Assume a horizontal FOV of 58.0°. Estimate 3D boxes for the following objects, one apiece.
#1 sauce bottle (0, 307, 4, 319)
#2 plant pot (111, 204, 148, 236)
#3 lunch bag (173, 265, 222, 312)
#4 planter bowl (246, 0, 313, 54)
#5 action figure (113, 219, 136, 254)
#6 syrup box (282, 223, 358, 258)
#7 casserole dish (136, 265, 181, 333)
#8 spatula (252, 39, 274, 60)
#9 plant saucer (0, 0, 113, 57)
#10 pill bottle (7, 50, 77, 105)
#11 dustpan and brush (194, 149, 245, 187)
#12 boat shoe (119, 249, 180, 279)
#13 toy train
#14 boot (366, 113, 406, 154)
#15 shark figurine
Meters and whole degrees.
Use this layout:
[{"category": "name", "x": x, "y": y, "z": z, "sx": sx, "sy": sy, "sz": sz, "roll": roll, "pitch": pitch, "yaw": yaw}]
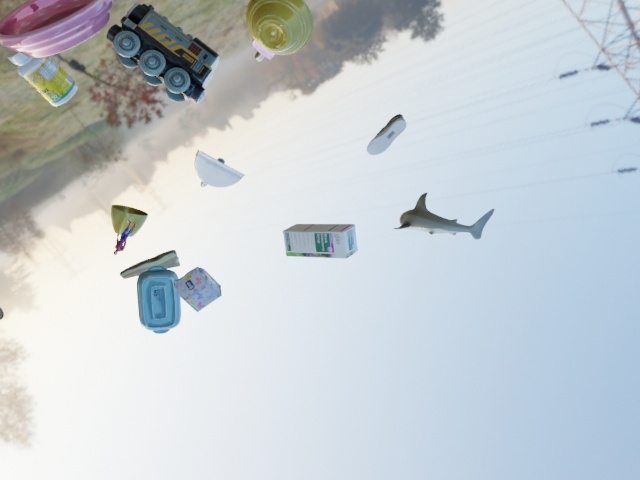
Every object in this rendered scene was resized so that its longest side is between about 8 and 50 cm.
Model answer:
[{"category": "sauce bottle", "x": -0.840, "y": 0.199, "z": 1.411, "sx": 0.128, "sy": 0.042, "sz": 0.042, "roll": -23, "pitch": -161, "yaw": 6}, {"category": "plant pot", "x": -0.715, "y": -0.068, "z": 2.139, "sx": 0.134, "sy": 0.134, "sz": 0.095, "roll": -135, "pitch": -119, "yaw": -73}, {"category": "lunch bag", "x": -0.265, "y": 0.103, "z": 1.245, "sx": 0.071, "sy": 0.083, "sz": 0.053, "roll": -34, "pitch": -151, "yaw": 8}, {"category": "planter bowl", "x": -0.135, "y": -0.648, "z": 1.765, "sx": 0.217, "sy": 0.217, "sz": 0.090, "roll": -24, "pitch": -146, "yaw": 33}, {"category": "action figure", "x": -0.611, "y": -0.007, "z": 1.790, "sx": 0.030, "sy": 0.038, "sz": 0.115, "roll": 52, "pitch": 58, "yaw": -69}, {"category": "syrup box", "x": 0.000, "y": 0.000, "z": 1.941, "sx": 0.236, "sy": 0.093, "sz": 0.096, "roll": 2, "pitch": -162, "yaw": 30}, {"category": "casserole dish", "x": -0.437, "y": 0.164, "z": 1.564, "sx": 0.114, "sy": 0.188, "sz": 0.037, "roll": -3, "pitch": -174, "yaw": -14}, {"category": "spatula", "x": -0.202, "y": -0.649, "z": 1.991, "sx": 0.030, "sy": 0.084, "sz": 0.296, "roll": -53, "pitch": -166, "yaw": 2}, {"category": "plant saucer", "x": -0.699, "y": -0.591, "z": 1.549, "sx": 0.332, "sy": 0.084, "sz": 0.332, "roll": -11, "pitch": -136, "yaw": 10}, {"category": "pill bottle", "x": -0.935, "y": -0.563, "z": 1.940, "sx": 0.117, "sy": 0.208, "sz": 0.118, "roll": -16, "pitch": -130, "yaw": 20}, {"category": "dustpan and brush", "x": -0.315, "y": -0.191, "z": 1.677, "sx": 0.211, "sy": 0.147, "sz": 0.060, "roll": -40, "pitch": -151, "yaw": 49}, {"category": "boat shoe", "x": -0.545, "y": 0.095, "z": 1.861, "sx": 0.190, "sy": 0.072, "sz": 0.068, "roll": -21, "pitch": -168, "yaw": -13}, {"category": "toy train", "x": -0.467, "y": -0.563, "z": 1.741, "sx": 0.190, "sy": 0.334, "sz": 0.142, "roll": -55, "pitch": -173, "yaw": -9}, {"category": "boot", "x": 0.258, "y": -0.413, "z": 2.261, "sx": 0.190, "sy": 0.069, "sz": 0.086, "roll": -38, "pitch": -159, "yaw": 21}, {"category": "shark figurine", "x": 0.311, "y": -0.070, "z": 1.571, "sx": 0.278, "sy": 0.116, "sz": 0.166, "roll": 9, "pitch": -173, "yaw": 37}]
